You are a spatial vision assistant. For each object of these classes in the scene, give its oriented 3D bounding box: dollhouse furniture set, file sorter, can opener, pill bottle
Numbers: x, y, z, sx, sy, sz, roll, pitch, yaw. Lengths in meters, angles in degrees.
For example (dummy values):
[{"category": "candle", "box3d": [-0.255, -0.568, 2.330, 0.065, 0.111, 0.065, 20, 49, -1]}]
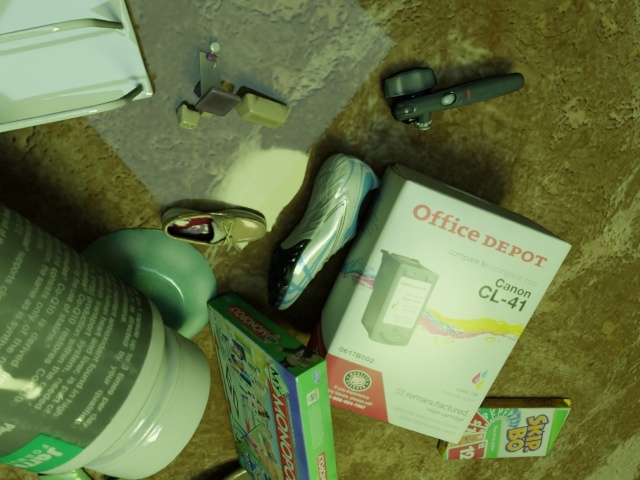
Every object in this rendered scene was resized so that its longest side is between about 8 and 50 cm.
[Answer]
[{"category": "dollhouse furniture set", "box3d": [-0.101, -0.176, 0.564, 0.114, 0.091, 0.081, 8, 70, -40]}, {"category": "file sorter", "box3d": [-0.290, -0.236, 0.402, 0.192, 0.173, 0.278, -14, 116, -7]}, {"category": "dollhouse furniture set", "box3d": [-0.350, 0.369, 0.716, 0.151, 0.058, 0.076, -24, 116, -3]}, {"category": "can opener", "box3d": [0.172, -0.186, 0.597, 0.186, 0.059, 0.073, -11, 115, -8]}, {"category": "pill bottle", "box3d": [-0.291, 0.103, 0.466, 0.204, 0.204, 0.361, -39, 130, 5]}]

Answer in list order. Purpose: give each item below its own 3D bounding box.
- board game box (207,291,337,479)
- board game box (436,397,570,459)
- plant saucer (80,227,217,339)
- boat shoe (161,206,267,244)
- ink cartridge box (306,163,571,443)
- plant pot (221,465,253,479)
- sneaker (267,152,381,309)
[{"category": "board game box", "box3d": [-0.063, 0.250, 0.650, 0.046, 0.213, 0.317, -22, 119, -33]}, {"category": "board game box", "box3d": [0.358, 0.357, 0.897, 0.259, 0.039, 0.124, 4, 113, -18]}, {"category": "plant saucer", "box3d": [-0.237, 0.080, 0.629, 0.195, 0.037, 0.195, -5, 114, -11]}, {"category": "boat shoe", "box3d": [-0.134, -0.013, 0.607, 0.135, 0.045, 0.050, 1, 113, -14]}, {"category": "ink cartridge box", "box3d": [0.136, 0.084, 0.626, 0.226, 0.131, 0.306, 20, 107, -7]}, {"category": "plant pot", "box3d": [-0.064, 0.530, 0.773, 0.263, 0.263, 0.229, -12, 133, -8]}, {"category": "sneaker", "box3d": [0.000, 0.000, 0.627, 0.086, 0.085, 0.237, 20, 110, -28]}]
